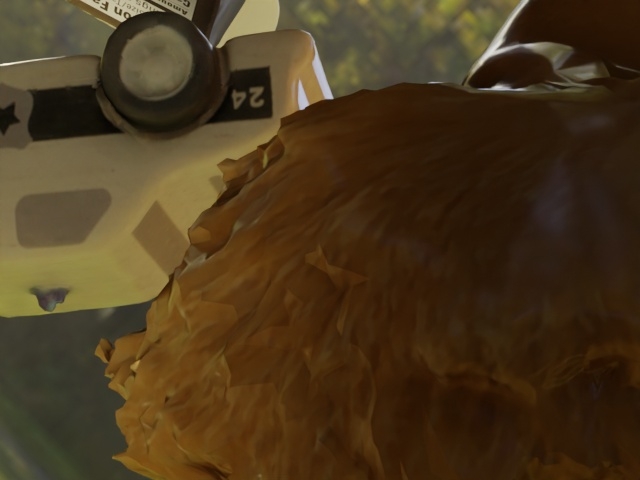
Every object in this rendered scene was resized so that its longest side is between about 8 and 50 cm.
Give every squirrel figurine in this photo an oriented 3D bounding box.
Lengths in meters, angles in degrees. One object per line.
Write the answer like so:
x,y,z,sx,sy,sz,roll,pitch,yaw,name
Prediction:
0.125,0.095,0.572,0.281,0.397,0.370,52,-23,38,squirrel figurine

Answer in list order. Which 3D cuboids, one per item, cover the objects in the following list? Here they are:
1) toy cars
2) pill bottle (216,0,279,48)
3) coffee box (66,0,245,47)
0.000,0.000,0.671,0.394,0.087,0.176,6,-19,-33,toy cars
-0.089,-0.160,1.143,0.152,0.086,0.086,45,-4,43,pill bottle
-0.027,-0.196,0.542,0.119,0.168,0.297,29,-22,0,coffee box
